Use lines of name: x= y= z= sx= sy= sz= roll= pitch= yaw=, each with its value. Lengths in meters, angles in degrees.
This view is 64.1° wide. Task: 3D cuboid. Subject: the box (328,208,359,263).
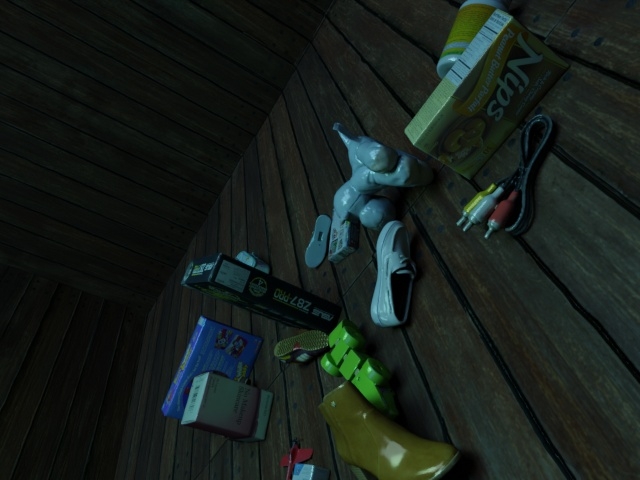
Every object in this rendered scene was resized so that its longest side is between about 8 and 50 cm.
box: x=0.077 y=-0.040 z=1.617 sx=0.114 sy=0.036 sz=0.207 roll=-38 pitch=35 yaw=45

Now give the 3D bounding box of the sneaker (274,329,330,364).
sneaker: x=-0.039 y=0.315 z=1.482 sx=0.185 sy=0.084 sz=0.070 roll=-16 pitch=45 yaw=26

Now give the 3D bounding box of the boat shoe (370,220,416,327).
boat shoe: x=0.184 y=0.074 z=1.220 sx=0.088 sy=0.096 sz=0.268 roll=-17 pitch=53 yaw=54

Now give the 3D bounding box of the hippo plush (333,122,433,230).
hippo plush: x=0.126 y=-0.143 z=1.355 sx=0.234 sy=0.294 sz=0.237 roll=-71 pitch=4 yaw=-75

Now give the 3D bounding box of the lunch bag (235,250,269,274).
lunch bag: x=-0.318 y=0.158 z=2.139 sx=0.224 sy=0.108 sz=0.279 roll=-66 pitch=24 yaw=-2

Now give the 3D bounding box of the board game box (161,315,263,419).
board game box: x=-0.377 y=0.469 z=1.806 sx=0.078 sy=0.233 sz=0.347 roll=3 pitch=69 yaw=64

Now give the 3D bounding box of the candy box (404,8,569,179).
candy box: x=0.358 y=-0.310 z=1.126 sx=0.316 sy=0.183 sz=0.087 roll=-53 pitch=27 yaw=24

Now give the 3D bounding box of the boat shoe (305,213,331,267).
boat shoe: x=0.000 y=0.000 z=1.718 sx=0.083 sy=0.065 sz=0.183 roll=-50 pitch=-23 yaw=-80

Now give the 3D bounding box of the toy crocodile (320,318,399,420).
toy crocodile: x=0.094 y=0.303 z=1.190 sx=0.115 sy=0.105 sz=0.340 roll=-59 pitch=29 yaw=12

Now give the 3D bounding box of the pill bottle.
pill bottle: x=0.401 y=-0.524 z=1.303 sx=0.136 sy=0.136 sz=0.246 roll=6 pitch=73 yaw=65

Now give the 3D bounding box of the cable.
cable: x=0.390 y=-0.126 z=1.019 sx=0.287 sy=0.072 sz=0.139 roll=-61 pitch=30 yaw=7

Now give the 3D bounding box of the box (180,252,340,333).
box: x=-0.183 y=0.159 z=1.513 sx=0.318 sy=0.395 sz=0.097 roll=-7 pitch=60 yaw=62

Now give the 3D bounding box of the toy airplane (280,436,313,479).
toy airplane: x=-0.075 y=0.588 z=1.327 sx=0.151 sy=0.028 sz=0.151 roll=-44 pitch=31 yaw=36

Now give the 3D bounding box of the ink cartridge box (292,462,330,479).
ink cartridge box: x=-0.031 y=0.596 z=1.201 sx=0.088 sy=0.052 sz=0.122 roll=-29 pitch=41 yaw=53

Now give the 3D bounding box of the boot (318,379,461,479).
boot: x=0.107 y=0.358 z=0.965 sx=0.211 sy=0.104 sz=0.295 roll=58 pitch=140 yaw=10

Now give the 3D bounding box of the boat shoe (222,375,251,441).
boat shoe: x=-0.261 y=0.559 z=1.698 sx=0.073 sy=0.073 sz=0.207 roll=3 pitch=68 yaw=24

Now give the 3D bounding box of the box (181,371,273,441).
box: x=-0.282 y=0.514 z=1.568 sx=0.127 sy=0.232 sz=0.149 roll=-33 pitch=39 yaw=49
